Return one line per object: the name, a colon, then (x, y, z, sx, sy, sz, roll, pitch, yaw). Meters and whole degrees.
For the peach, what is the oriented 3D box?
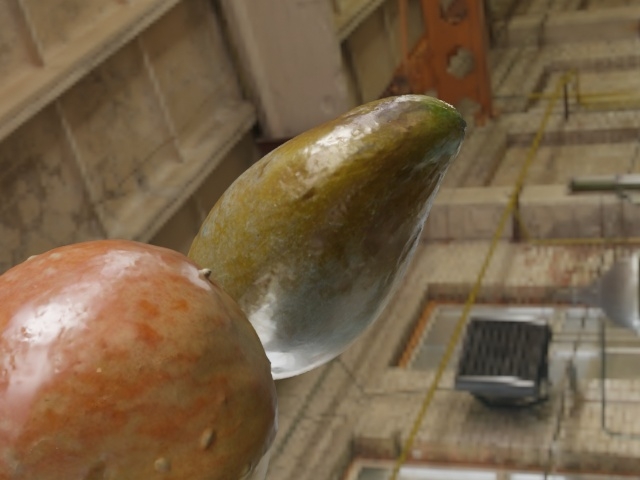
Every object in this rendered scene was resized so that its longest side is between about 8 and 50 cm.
peach: (-0.136, 0.117, 0.717, 0.232, 0.232, 0.233, -1, -90, -68)

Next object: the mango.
mango: (0.000, 0.000, 1.030, 0.192, 0.316, 0.146, -1, -126, -44)
